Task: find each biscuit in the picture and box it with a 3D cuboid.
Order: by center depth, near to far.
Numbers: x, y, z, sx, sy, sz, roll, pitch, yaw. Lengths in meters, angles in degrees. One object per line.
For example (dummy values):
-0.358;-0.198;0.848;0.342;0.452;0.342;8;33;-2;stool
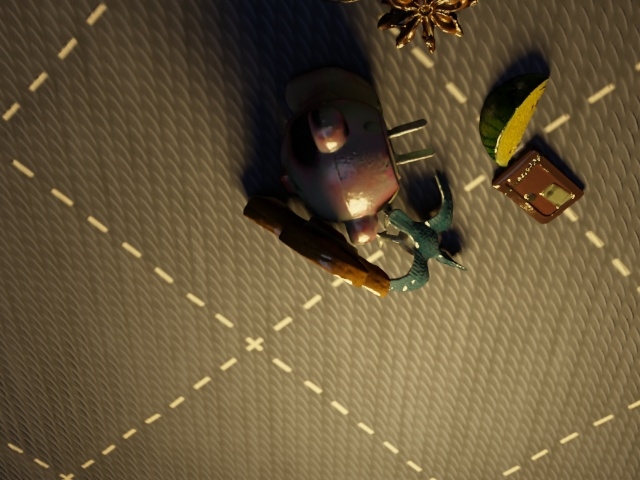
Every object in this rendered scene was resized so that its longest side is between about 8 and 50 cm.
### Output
0.000;-0.002;1.373;0.283;0.432;0.064;31;91;-6;biscuit

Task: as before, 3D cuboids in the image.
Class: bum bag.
0.411;-0.102;1.511;0.159;0.026;0.109;34;120;-26;bum bag

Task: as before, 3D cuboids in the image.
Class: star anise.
0.141;-0.395;1.280;0.234;0.073;0.177;21;133;-31;star anise

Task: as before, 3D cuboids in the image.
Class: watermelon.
0.333;-0.207;1.407;0.092;0.075;0.181;15;123;-12;watermelon

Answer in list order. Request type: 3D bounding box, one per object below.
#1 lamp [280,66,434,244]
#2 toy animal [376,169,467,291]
0.056;-0.160;1.317;0.247;0.301;0.247;-12;123;8;lamp
0.195;-0.006;1.516;0.176;0.255;0.239;20;85;17;toy animal
